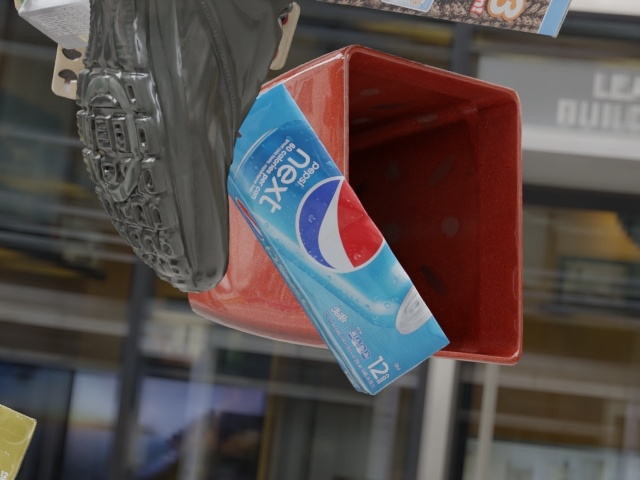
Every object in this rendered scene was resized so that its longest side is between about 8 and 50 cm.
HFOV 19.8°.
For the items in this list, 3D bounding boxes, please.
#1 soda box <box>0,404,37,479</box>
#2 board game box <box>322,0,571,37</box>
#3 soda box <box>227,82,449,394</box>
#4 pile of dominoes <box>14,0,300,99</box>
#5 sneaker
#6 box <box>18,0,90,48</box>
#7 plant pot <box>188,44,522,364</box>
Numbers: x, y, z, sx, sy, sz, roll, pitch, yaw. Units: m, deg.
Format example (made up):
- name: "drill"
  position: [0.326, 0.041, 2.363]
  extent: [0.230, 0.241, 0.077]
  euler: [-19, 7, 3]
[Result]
- name: "soda box"
  position: [-0.308, 0.131, 1.367]
  extent: [0.181, 0.061, 0.058]
  euler: [27, -33, -12]
- name: "board game box"
  position: [0.069, -0.307, 1.640]
  extent: [0.291, 0.141, 0.232]
  euler: [3, 29, -39]
- name: "soda box"
  position: [0.000, 0.000, 1.250]
  extent: [0.067, 0.210, 0.071]
  euler: [-34, 3, -8]
- name: "pile of dominoes"
  position: [-0.138, -0.223, 1.526]
  extent: [0.251, 0.196, 0.040]
  euler: [-5, 8, 22]
- name: "sneaker"
  position: [-0.063, -0.112, 0.961]
  extent: [0.130, 0.286, 0.109]
  euler: [-14, 20, -26]
- name: "box"
  position: [-0.119, -0.240, 1.387]
  extent: [0.056, 0.183, 0.231]
  euler: [34, -18, -30]
- name: "plant pot"
  position: [0.021, -0.018, 1.744]
  extent: [0.235, 0.267, 0.267]
  euler: [-5, -9, 41]
